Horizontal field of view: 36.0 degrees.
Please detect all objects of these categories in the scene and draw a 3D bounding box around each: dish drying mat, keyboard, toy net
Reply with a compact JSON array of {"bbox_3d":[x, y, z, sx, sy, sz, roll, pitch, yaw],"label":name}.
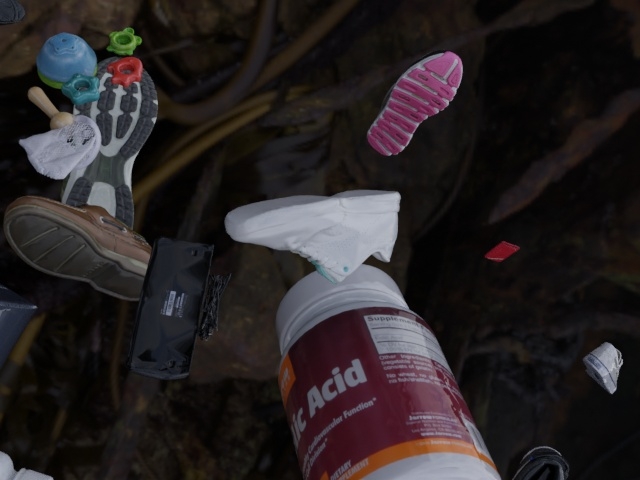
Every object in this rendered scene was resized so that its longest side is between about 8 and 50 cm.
[{"bbox_3d":[0.297,0.019,1.614,0.083,0.032,0.008,125,-16,-72],"label":"dish drying mat"},{"bbox_3d":[-0.165,0.085,1.163,0.038,0.100,0.192,108,-8,-53],"label":"keyboard"},{"bbox_3d":[-0.258,-0.144,1.072,0.045,0.122,0.232,101,-11,-52],"label":"toy net"}]

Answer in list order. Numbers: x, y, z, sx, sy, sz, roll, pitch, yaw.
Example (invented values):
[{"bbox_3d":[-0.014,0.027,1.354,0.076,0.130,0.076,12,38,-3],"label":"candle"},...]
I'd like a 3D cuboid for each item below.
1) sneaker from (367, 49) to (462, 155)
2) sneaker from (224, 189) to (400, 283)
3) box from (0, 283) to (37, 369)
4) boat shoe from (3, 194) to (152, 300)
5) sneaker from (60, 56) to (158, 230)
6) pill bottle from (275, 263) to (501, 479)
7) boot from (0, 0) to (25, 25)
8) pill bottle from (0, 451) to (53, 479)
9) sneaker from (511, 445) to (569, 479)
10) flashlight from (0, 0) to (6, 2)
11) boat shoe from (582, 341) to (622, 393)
[{"bbox_3d":[0.112,-0.173,1.150,0.170,0.063,0.075,-51,-167,50],"label":"sneaker"},{"bbox_3d":[0.000,0.000,1.016,0.212,0.080,0.094,-6,100,-35],"label":"sneaker"},{"bbox_3d":[-0.398,0.073,0.905,0.153,0.207,0.108,-58,171,-1],"label":"box"},{"bbox_3d":[-0.380,-0.002,1.559,0.307,0.111,0.104,40,30,-50],"label":"boat shoe"},{"bbox_3d":[-0.427,-0.152,1.866,0.158,0.182,0.410,18,72,-26],"label":"sneaker"},{"bbox_3d":[0.069,0.219,1.261,0.224,0.392,0.224,-8,128,-10],"label":"pill bottle"},{"bbox_3d":[-0.477,-0.290,1.353,0.121,0.099,0.045,-11,68,-36],"label":"boot"},{"bbox_3d":[-0.691,0.462,1.796,0.204,0.361,0.204,-162,-90,-87],"label":"pill bottle"},{"bbox_3d":[0.246,0.362,1.246,0.217,0.079,0.121,-66,166,-4],"label":"sneaker"},{"bbox_3d":[-0.253,-0.266,0.876,0.103,0.304,0.103,-98,174,-77],"label":"flashlight"},{"bbox_3d":[0.283,0.123,0.970,0.035,0.035,0.100,-44,149,-1],"label":"boat shoe"}]
